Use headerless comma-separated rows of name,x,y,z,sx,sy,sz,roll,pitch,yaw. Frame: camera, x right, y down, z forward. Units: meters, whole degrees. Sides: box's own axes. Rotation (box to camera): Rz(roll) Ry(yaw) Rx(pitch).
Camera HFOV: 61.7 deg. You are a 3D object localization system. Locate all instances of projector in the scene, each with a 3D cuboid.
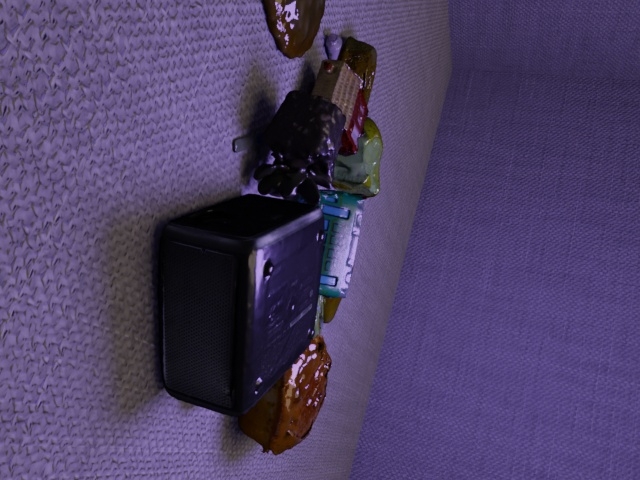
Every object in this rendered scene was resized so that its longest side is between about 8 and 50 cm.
projector,-0.165,0.130,1.237,0.395,0.242,0.404,-35,133,-64

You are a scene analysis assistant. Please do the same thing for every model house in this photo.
model house,0.035,-0.409,1.629,0.254,0.160,0.195,56,48,-60

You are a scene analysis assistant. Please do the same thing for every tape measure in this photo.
tape measure,-0.041,0.256,1.837,0.175,0.106,0.199,-70,165,-63

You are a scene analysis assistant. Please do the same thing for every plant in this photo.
plant,-0.055,-0.228,1.367,0.275,0.199,0.188,-70,162,1

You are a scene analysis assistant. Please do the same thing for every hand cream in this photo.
hand cream,0.043,-0.614,1.720,0.142,0.053,0.084,72,32,-80

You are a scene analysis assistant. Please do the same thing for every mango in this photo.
mango,0.039,0.158,1.956,0.146,0.129,0.288,91,14,-82

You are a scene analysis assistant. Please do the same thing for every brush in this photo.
brush,-0.165,-0.252,1.356,0.178,0.030,0.033,-43,149,-59

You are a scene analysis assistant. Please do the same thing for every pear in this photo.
pear,0.143,-0.308,1.952,0.286,0.177,0.281,33,67,-70

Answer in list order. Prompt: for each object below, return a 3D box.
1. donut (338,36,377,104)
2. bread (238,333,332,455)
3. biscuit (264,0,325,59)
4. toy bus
donut,0.132,-0.561,1.862,0.272,0.107,0.271,14,90,-77
bread,-0.107,0.446,1.618,0.337,0.204,0.357,-7,110,-72
biscuit,-0.047,-0.661,1.400,0.329,0.078,0.334,70,38,-61
toy bus,0.000,0.000,1.664,0.200,0.184,0.343,13,86,-27
